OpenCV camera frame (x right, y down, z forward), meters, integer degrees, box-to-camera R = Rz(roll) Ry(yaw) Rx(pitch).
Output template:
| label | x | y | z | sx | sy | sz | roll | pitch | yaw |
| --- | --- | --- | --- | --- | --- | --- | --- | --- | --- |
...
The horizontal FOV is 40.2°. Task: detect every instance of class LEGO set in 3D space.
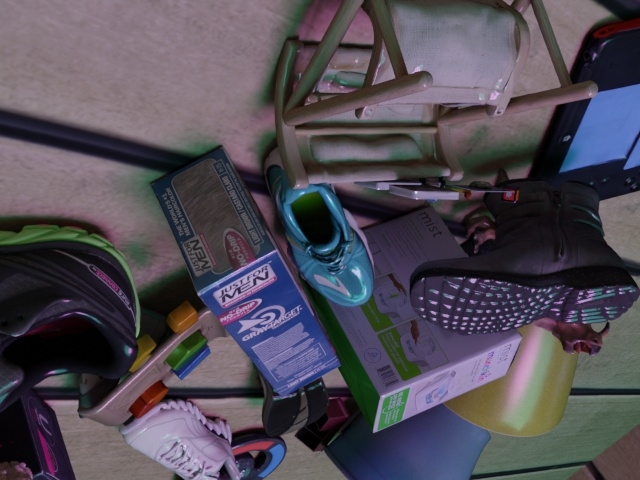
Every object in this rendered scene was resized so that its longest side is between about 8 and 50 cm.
| label | x | y | z | sx | sy | sz | roll | pitch | yaw |
| --- | --- | --- | --- | --- | --- | --- | --- | --- | --- |
| LEGO set | 0.149 | -0.060 | 1.168 | 0.244 | 0.182 | 0.060 | -2 | 104 | -38 |

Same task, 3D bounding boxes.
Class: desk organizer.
| label | x | y | z | sx | sy | sz | roll | pitch | yaw |
| --- | --- | --- | --- | --- | --- | --- | --- | --- | --- |
| desk organizer | 0.002 | 0.374 | 1.759 | 0.050 | 0.047 | 0.130 | 0 | 137 | -36 |

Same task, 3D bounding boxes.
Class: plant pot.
| label | x | y | z | sx | sy | sz | roll | pitch | yaw |
| --- | --- | --- | --- | --- | --- | --- | --- | --- | --- |
| plant pot | 0.190 | 0.418 | 1.737 | 0.255 | 0.272 | 0.271 | -45 | 148 | -5 |
| plant pot | 0.357 | 0.149 | 1.569 | 0.275 | 0.275 | 0.293 | -6 | 126 | -33 |

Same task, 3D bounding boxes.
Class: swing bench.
| label | x | y | z | sx | sy | sz | roll | pitch | yaw |
| --- | --- | --- | --- | --- | --- | --- | --- | --- | --- |
| swing bench | 0.110 | -0.179 | 0.969 | 0.253 | 0.165 | 0.255 | -6 | 163 | -35 |

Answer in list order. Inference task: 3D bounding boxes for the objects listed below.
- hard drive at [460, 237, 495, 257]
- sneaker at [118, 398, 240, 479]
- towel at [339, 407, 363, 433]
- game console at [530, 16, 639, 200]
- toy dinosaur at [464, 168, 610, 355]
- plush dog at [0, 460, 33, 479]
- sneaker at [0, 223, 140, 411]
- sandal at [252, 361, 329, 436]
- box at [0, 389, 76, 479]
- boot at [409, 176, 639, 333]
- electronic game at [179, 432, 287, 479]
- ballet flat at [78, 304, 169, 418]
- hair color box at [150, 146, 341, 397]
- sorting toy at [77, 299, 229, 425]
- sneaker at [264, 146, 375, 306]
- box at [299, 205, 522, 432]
| label | x | y | z | sx | sy | sz | roll | pitch | yaw |
| --- | --- | --- | --- | --- | --- | --- | --- | --- | --- |
| hard drive | 0.281 | 0.033 | 1.470 | 0.135 | 0.094 | 0.022 | -34 | 151 | 6 |
| sneaker | -0.225 | 0.352 | 1.483 | 0.110 | 0.118 | 0.292 | -35 | 146 | 11 |
| towel | 0.217 | 0.359 | 1.921 | 0.329 | 0.037 | 0.237 | 9 | 130 | -45 |
| game console | 0.507 | -0.200 | 1.367 | 0.342 | 0.060 | 0.386 | -18 | 145 | -20 |
| toy dinosaur | 0.337 | 0.038 | 1.376 | 0.200 | 0.295 | 0.127 | -3 | 171 | 3 |
| plush dog | -0.475 | 0.228 | 1.014 | 0.262 | 0.225 | 0.210 | -6 | 150 | -13 |
| sneaker | -0.405 | 0.095 | 0.904 | 0.483 | 0.202 | 0.185 | -6 | 140 | -33 |
| sandal | -0.058 | 0.222 | 1.478 | 0.120 | 0.086 | 0.302 | -16 | 131 | -12 |
| box | -0.493 | 0.329 | 1.189 | 0.270 | 0.165 | 0.143 | -26 | 147 | -7 |
| boot | 0.264 | 0.010 | 1.242 | 0.338 | 0.222 | 0.118 | 3 | 138 | -17 |
| electronic game | -0.172 | 0.450 | 1.722 | 0.229 | 0.048 | 0.229 | -20 | 147 | -14 |
| ballet flat | -0.298 | 0.168 | 1.234 | 0.068 | 0.072 | 0.213 | 35 | 113 | -26 |
| hair color box | -0.085 | 0.055 | 1.134 | 0.105 | 0.174 | 0.347 | -29 | 148 | -2 |
| sorting toy | -0.216 | 0.173 | 1.179 | 0.229 | 0.041 | 0.307 | -39 | 171 | -13 |
| sneaker | 0.000 | 0.000 | 1.130 | 0.107 | 0.110 | 0.275 | -25 | 130 | 4 |
| box | 0.124 | 0.107 | 1.291 | 0.231 | 0.262 | 0.126 | -20 | 147 | -17 |
